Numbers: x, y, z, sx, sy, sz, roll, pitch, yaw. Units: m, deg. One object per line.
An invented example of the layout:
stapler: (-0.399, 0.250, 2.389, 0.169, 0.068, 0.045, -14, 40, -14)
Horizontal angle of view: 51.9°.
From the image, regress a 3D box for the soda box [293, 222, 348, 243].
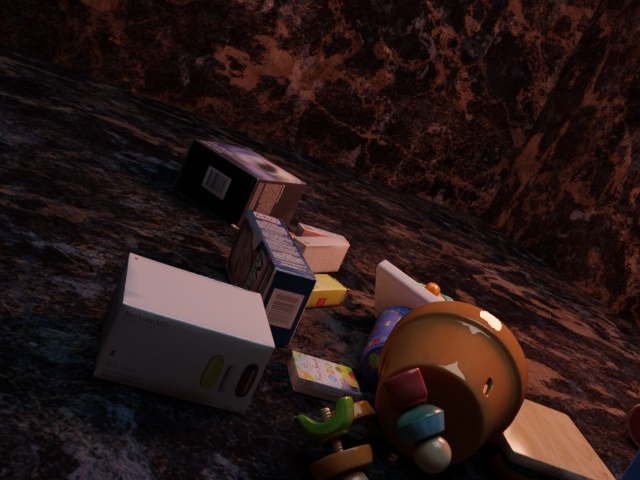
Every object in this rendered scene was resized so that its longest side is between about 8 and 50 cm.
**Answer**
soda box: (0.000, 0.000, 2.180, 0.183, 0.063, 0.058, 17, 17, -30)

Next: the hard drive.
hard drive: (0.260, 0.207, 1.687, 0.040, 0.203, 0.307, -30, 48, -29)

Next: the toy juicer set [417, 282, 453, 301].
toy juicer set: (0.343, 0.187, 2.053, 0.328, 0.090, 0.209, 25, 15, -3)

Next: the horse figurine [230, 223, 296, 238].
horse figurine: (-0.145, 0.001, 1.955, 0.174, 0.066, 0.263, 28, 17, 32)

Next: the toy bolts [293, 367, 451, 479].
toy bolts: (0.101, 0.332, 1.085, 0.218, 0.228, 0.159, 55, 12, -68)

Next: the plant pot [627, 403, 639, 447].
plant pot: (0.960, 0.507, 1.812, 0.180, 0.201, 0.201, 1, 25, -24)

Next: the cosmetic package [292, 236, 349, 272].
cosmetic package: (-0.013, 0.042, 1.963, 0.060, 0.099, 0.239, 31, 16, 29)

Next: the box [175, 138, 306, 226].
box: (-0.260, -0.189, 2.181, 0.296, 0.183, 0.294, 33, 16, 24)

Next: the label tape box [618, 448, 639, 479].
label tape box: (0.695, 0.498, 1.302, 0.333, 0.241, 0.106, 10, 21, -43)

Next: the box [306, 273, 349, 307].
box: (-0.028, 0.132, 1.722, 0.087, 0.058, 0.232, 35, 18, 31)

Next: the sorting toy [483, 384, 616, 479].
sorting toy: (0.452, 0.440, 1.400, 0.255, 0.089, 0.257, 22, 16, -12)

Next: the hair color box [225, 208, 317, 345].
hair color box: (-0.127, 0.075, 1.536, 0.105, 0.174, 0.347, 17, 17, -22)

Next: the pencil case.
pencil case: (0.173, 0.249, 1.531, 0.133, 0.119, 0.306, 27, 16, 5)

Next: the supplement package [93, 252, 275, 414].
supplement package: (-0.236, 0.159, 1.151, 0.261, 0.145, 0.204, 19, 17, -19)

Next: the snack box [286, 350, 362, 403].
snack box: (0.006, 0.280, 1.330, 0.141, 0.037, 0.100, 20, 16, -18)

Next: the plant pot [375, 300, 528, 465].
plant pot: (0.229, 0.284, 1.237, 0.290, 0.291, 0.203, 29, 25, 14)
